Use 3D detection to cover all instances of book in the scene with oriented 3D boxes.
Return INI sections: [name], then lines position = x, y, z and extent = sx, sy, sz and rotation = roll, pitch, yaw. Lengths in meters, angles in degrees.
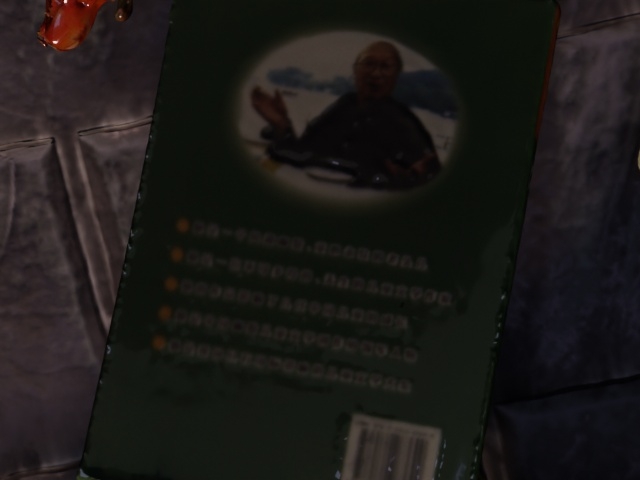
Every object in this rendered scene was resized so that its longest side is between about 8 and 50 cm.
[book]
position = 0.000, 0.000, 1.147
extent = 0.260, 0.043, 0.371
rotation = 10, 81, 8

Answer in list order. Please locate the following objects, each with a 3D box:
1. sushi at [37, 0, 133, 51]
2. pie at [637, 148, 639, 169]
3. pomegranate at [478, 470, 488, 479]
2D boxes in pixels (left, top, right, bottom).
[sushi]
position = -0.139, -0.234, 1.165
extent = 0.097, 0.103, 0.226
rotation = 25, 101, -25
[pie]
position = 0.328, -0.087, 1.133
extent = 0.201, 0.090, 0.248
rotation = 38, 103, -11
[pomegranate]
position = 0.145, 0.256, 1.157
extent = 0.236, 0.236, 0.302
rotation = -36, 74, 12
